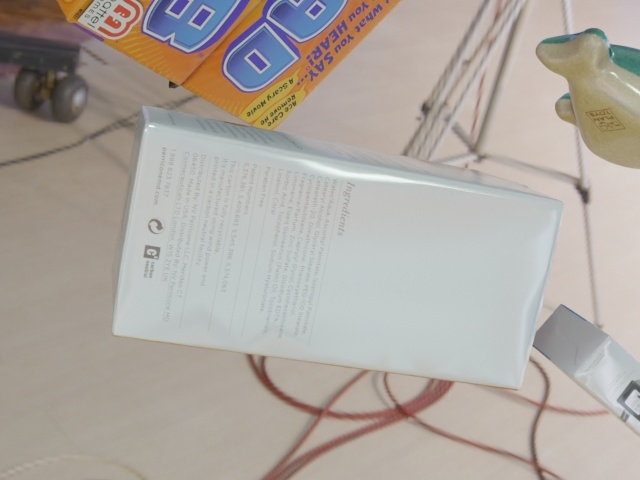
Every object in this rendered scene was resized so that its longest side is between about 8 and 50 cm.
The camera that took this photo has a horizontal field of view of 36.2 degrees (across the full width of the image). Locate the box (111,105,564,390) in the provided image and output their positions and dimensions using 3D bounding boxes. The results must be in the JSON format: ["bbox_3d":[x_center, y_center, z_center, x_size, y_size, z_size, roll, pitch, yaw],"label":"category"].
[{"bbox_3d":[0.000,0.000,0.865,0.345,0.168,0.215,9,9,-13],"label":"box"}]

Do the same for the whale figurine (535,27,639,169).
[{"bbox_3d":[0.410,-0.209,1.313,0.272,0.141,0.216,36,-21,-29],"label":"whale figurine"}]

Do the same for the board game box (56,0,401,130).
[{"bbox_3d":[-0.121,-0.418,1.179,0.356,0.356,0.356,25,27,-53],"label":"board game box"}]

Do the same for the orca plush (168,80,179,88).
[{"bbox_3d":[-0.250,-0.367,1.524,0.102,0.151,0.287,-4,72,-10],"label":"orca plush"}]

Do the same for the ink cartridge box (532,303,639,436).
[{"bbox_3d":[0.325,0.156,1.073,0.180,0.060,0.104,39,2,-22],"label":"ink cartridge box"}]
